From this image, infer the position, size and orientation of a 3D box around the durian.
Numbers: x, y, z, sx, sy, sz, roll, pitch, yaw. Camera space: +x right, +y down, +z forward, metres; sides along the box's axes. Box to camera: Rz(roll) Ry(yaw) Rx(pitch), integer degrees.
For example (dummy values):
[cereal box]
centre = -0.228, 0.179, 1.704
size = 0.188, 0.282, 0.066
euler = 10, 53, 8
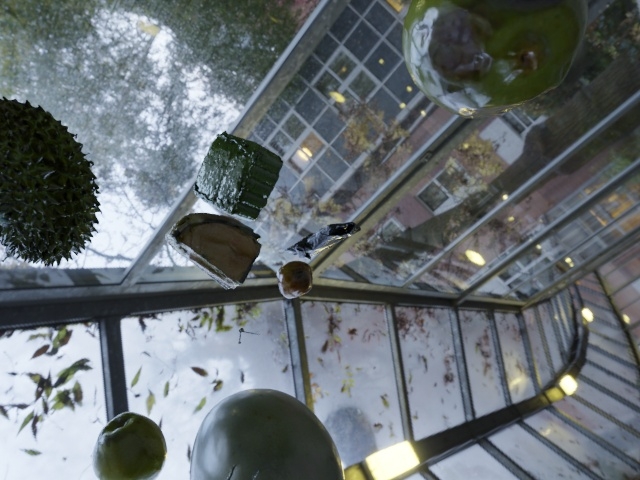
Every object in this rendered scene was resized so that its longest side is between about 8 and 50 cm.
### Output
[durian]
centre = -0.340, -0.046, 0.515
size = 0.137, 0.220, 0.095
euler = 8, -145, -4

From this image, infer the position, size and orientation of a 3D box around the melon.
[melon]
centre = -0.090, 0.422, 0.788
size = 0.269, 0.268, 0.330
euler = 21, -172, -37

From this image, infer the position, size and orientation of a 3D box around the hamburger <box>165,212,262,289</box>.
[hamburger]
centre = -0.257, 0.006, 1.048
size = 0.208, 0.135, 0.155
euler = 32, -114, -24

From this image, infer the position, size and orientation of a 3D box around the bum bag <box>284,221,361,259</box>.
[bum bag]
centre = 0.000, 0.000, 1.536
size = 0.137, 0.310, 0.074
euler = 5, -117, -45

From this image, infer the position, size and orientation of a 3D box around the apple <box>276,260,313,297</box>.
[apple]
centre = -0.071, 0.106, 1.250
size = 0.114, 0.102, 0.099
euler = 115, 140, -89

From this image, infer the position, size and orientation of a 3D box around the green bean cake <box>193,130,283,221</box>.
[green bean cake]
centre = -0.223, -0.170, 1.175
size = 0.214, 0.200, 0.113
euler = 24, 179, 35

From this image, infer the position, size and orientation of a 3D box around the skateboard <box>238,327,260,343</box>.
[skateboard]
centre = -0.285, 0.385, 1.765
size = 0.083, 0.032, 0.063
euler = 12, -119, -20

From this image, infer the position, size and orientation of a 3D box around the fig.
[fig]
centre = 0.238, -0.313, 0.653
size = 0.240, 0.239, 0.271
euler = 26, -145, -32

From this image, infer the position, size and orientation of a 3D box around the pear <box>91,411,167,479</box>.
[pear]
centre = -0.505, 0.563, 1.174
size = 0.198, 0.198, 0.198
euler = 33, -150, -21
